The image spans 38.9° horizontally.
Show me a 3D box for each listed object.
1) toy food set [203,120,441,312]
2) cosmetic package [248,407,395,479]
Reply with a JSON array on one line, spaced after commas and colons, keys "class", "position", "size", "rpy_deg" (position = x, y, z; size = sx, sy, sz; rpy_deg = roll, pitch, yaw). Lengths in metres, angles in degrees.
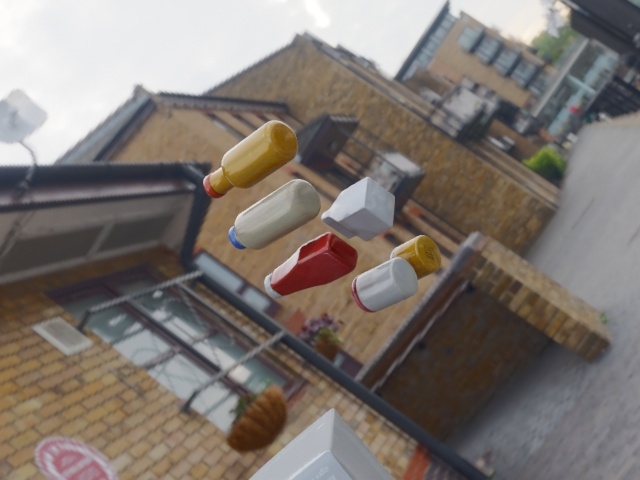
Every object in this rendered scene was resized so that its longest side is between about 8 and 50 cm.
[{"class": "toy food set", "position": [0.000, 0.000, 0.860], "size": [0.104, 0.232, 0.111], "rpy_deg": [-29, 40, 39]}, {"class": "cosmetic package", "position": [-0.007, 0.210, 0.668], "size": [0.127, 0.107, 0.238], "rpy_deg": [-40, -7, -3]}]
